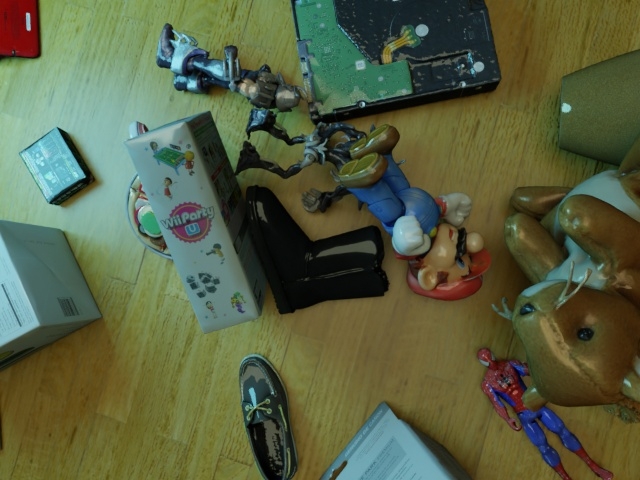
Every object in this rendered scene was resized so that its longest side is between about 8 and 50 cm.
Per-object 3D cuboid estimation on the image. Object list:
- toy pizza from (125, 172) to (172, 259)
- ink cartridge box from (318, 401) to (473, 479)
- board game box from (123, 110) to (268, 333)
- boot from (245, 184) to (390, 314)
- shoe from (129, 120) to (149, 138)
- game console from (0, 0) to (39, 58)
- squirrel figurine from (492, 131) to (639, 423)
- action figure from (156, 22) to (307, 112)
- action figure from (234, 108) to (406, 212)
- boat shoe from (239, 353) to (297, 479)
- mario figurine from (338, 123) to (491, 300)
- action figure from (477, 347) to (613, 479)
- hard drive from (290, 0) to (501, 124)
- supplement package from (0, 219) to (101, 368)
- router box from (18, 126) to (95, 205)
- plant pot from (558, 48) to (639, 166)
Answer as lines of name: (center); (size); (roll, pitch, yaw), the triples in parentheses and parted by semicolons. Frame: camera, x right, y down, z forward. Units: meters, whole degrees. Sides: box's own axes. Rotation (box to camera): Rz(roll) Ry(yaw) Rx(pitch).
toy pizza: (-0.251, -0.056, 1.021); (0.201, 0.032, 0.201); (-1, 106, -3)
ink cartridge box: (0.100, 0.462, 0.901); (0.130, 0.272, 0.309); (38, 91, -22)
board game box: (-0.179, -0.041, 0.900); (0.098, 0.224, 0.303); (-17, 106, 3)
boot: (0.000, 0.000, 0.970); (0.207, 0.094, 0.246); (-14, 106, 7)
shoe: (-0.288, -0.148, 1.056); (0.081, 0.063, 0.177); (-21, 89, 3)
game console: (-0.637, -0.427, 1.143); (0.124, 0.085, 0.143); (-3, 85, -24)
squirrel figurine: (0.428, 0.101, 0.799); (0.397, 0.281, 0.370); (46, 52, -17)
action figure: (-0.150, -0.289, 0.997); (0.285, 0.185, 0.099); (21, 92, 18)
action figure: (0.000, -0.139, 0.984); (0.276, 0.141, 0.164); (14, 79, -12)
boat shoe: (-0.093, 0.312, 0.990); (0.081, 0.069, 0.227); (-18, 84, 5)
mario figurine: (0.179, -0.036, 0.896); (0.198, 0.170, 0.320); (-47, 117, -13)
action figure: (0.353, 0.289, 0.908); (0.091, 0.139, 0.280); (-39, 80, 2)
hard drive: (0.130, -0.354, 1.019); (0.339, 0.064, 0.236); (-11, 84, 5)
supplement package: (-0.583, 0.115, 0.999); (0.263, 0.199, 0.198); (-28, 83, 4)
router box: (-0.507, -0.142, 1.092); (0.092, 0.038, 0.122); (-33, 82, 3)
plant pot: (0.517, -0.205, 0.898); (0.255, 0.237, 0.237); (2, 86, 23)
